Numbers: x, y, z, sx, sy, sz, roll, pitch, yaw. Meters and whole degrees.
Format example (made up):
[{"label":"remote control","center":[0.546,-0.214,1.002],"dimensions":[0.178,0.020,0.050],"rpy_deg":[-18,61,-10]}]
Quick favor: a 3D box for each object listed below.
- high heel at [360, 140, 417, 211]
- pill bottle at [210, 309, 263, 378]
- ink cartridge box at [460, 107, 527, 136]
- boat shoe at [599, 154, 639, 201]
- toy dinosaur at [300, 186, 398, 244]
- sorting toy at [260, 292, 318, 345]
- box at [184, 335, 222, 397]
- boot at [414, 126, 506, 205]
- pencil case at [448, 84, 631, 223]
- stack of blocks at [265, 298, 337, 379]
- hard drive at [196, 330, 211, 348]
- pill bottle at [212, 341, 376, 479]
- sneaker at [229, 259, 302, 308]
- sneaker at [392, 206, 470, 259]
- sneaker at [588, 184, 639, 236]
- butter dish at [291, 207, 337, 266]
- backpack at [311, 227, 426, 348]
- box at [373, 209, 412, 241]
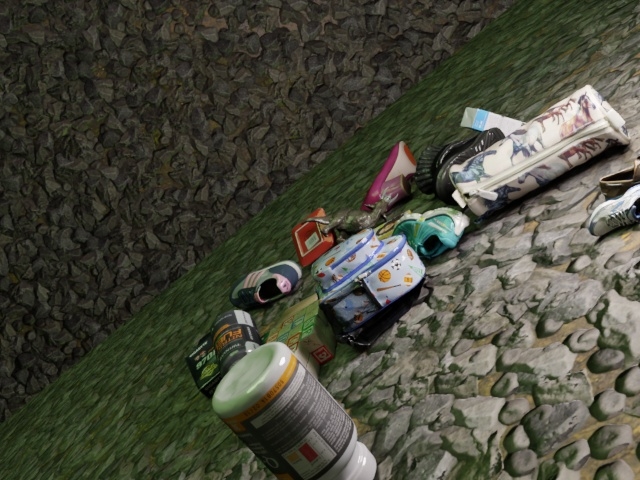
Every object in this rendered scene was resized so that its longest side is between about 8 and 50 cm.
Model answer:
[{"label":"high heel","center":[0.223,-0.217,2.428],"dimensions":[0.181,0.127,0.377],"rpy_deg":[-28,19,25]},{"label":"pill bottle","center":[-0.213,0.304,1.899],"dimensions":[0.130,0.130,0.246],"rpy_deg":[-38,33,5]},{"label":"ink cartridge box","center":[0.517,-0.337,2.091],"dimensions":[0.104,0.180,0.060],"rpy_deg":[-124,50,-75]},{"label":"boat shoe","center":[0.615,-0.124,1.340],"dimensions":[0.183,0.066,0.066],"rpy_deg":[-29,19,36]},{"label":"toy dinosaur","center":[0.094,-0.055,2.251],"dimensions":[0.313,0.121,0.160],"rpy_deg":[-12,24,29]},{"label":"sorting toy","center":[-0.051,0.218,1.977],"dimensions":[0.274,0.046,0.132],"rpy_deg":[-31,17,30]},{"label":"box","center":[-0.282,0.333,2.090],"dimensions":[0.220,0.051,0.175],"rpy_deg":[-40,34,-2]},{"label":"boot","center":[0.353,-0.187,2.013],"dimensions":[0.260,0.131,0.348],"rpy_deg":[-11,20,47]},{"label":"pencil case","center":[0.500,-0.198,1.649],"dimensions":[0.410,0.160,0.183],"rpy_deg":[-31,17,30]},{"label":"stack of blocks","center":[-0.056,0.281,1.727],"dimensions":[0.171,0.087,0.297],"rpy_deg":[-34,16,19]},{"label":"hard drive","center":[-0.327,0.335,2.282],"dimensions":[0.172,0.054,0.255],"rpy_deg":[-39,15,1]},{"label":"pill bottle","center":[-0.039,0.319,1.203],"dimensions":[0.162,0.278,0.162],"rpy_deg":[-36,15,11]},{"label":"sneaker","center":[-0.209,0.167,2.377],"dimensions":[0.319,0.112,0.131],"rpy_deg":[-30,15,35]},{"label":"sneaker","center":[0.260,-0.008,1.795],"dimensions":[0.275,0.107,0.110],"rpy_deg":[-23,39,62]},{"label":"sneaker","center":[0.556,-0.052,1.307],"dimensions":[0.135,0.052,0.058],"rpy_deg":[-38,21,9]},{"label":"butter dish","center":[0.000,0.000,2.375],"dimensions":[0.160,0.118,0.160],"rpy_deg":[-37,53,29]},{"label":"backpack","center":[0.112,0.087,1.695],"dimensions":[0.263,0.213,0.276],"rpy_deg":[-28,13,2]},{"label":"box","center":[0.172,0.001,2.053],"dimensions":[0.232,0.058,0.087],"rpy_deg":[-31,17,32]}]
